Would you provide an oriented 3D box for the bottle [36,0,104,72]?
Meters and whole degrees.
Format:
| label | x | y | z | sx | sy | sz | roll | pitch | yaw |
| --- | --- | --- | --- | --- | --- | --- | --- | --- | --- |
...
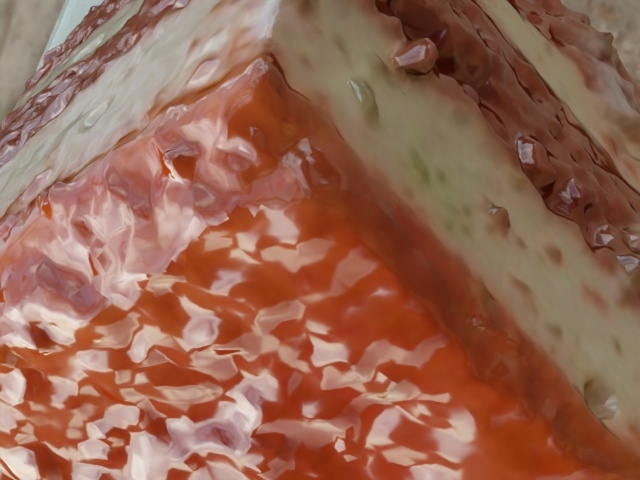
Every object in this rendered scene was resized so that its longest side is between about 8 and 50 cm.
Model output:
| label | x | y | z | sx | sy | sz | roll | pitch | yaw |
| --- | --- | --- | --- | --- | --- | --- | --- | --- | --- |
| bottle | -0.125 | -0.153 | 0.965 | 0.245 | 0.104 | 0.104 | -65 | 21 | 7 |

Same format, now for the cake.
| label | x | y | z | sx | sy | sz | roll | pitch | yaw |
| --- | --- | --- | --- | --- | --- | --- | --- | --- | --- |
| cake | 0.000 | 0.000 | 0.641 | 0.270 | 0.269 | 0.320 | -33 | 22 | 31 |
